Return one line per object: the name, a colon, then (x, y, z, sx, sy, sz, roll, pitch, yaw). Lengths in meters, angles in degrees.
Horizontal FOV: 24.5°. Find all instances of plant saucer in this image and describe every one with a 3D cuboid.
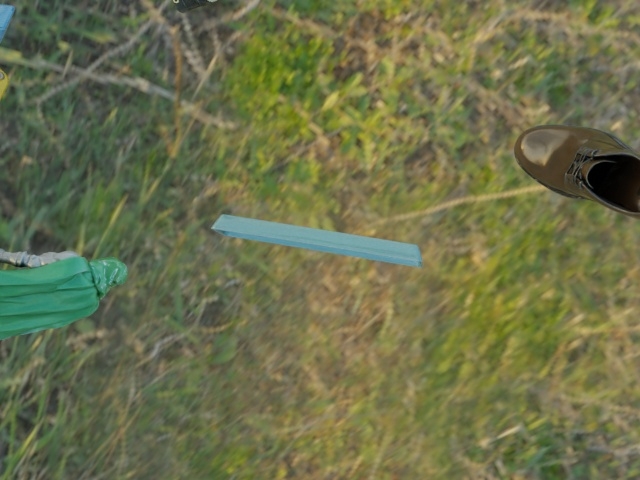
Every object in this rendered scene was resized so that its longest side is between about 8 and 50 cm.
plant saucer: (0.000, 0.000, 1.341, 0.192, 0.067, 0.018, 10, 86, 6)

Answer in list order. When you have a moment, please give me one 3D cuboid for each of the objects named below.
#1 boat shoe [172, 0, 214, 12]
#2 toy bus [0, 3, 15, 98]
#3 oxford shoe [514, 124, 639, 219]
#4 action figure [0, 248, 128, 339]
boat shoe: (-0.130, -0.263, 1.277, 0.133, 0.042, 0.049, 69, 22, -5)
toy bus: (-0.392, -0.164, 1.362, 0.202, 0.191, 0.104, 14, 54, 3)
oxford shoe: (0.293, -0.080, 1.577, 0.096, 0.227, 0.082, 16, 95, -51)
action figure: (-0.296, 0.051, 1.387, 0.232, 0.137, 0.063, -10, 44, -7)
